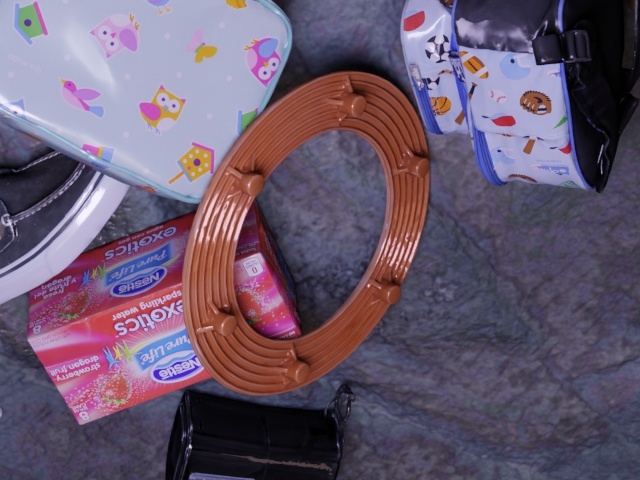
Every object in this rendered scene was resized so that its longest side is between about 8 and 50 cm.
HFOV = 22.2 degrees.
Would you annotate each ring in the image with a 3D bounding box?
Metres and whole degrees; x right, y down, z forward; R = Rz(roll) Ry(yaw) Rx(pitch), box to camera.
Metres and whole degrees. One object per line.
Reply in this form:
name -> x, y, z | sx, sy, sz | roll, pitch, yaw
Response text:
ring -> 0.000, 0.000, 1.582 | 0.336, 0.032, 0.337 | -26, 128, -39

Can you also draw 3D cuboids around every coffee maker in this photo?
coffee maker -> -0.073, 0.223, 1.804 | 0.178, 0.120, 0.171 | 10, 98, -15

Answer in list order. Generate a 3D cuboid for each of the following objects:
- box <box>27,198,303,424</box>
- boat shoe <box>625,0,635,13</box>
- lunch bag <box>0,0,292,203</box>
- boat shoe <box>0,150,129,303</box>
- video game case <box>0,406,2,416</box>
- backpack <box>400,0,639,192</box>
box -> -0.159, 0.069, 1.673 | 0.256, 0.123, 0.128 | -20, 124, 6
boat shoe -> 0.316, -0.297, 1.536 | 0.059, 0.063, 0.170 | -12, 130, -6
lunch bag -> -0.173, -0.174, 1.481 | 0.279, 0.108, 0.224 | 26, 86, -22
boat shoe -> -0.329, -0.011, 1.596 | 0.335, 0.121, 0.119 | -35, 124, 19
video game case -> -0.453, 0.196, 1.781 | 0.157, 0.019, 0.143 | -41, 119, 17
backpack -> 0.194, -0.176, 1.485 | 0.213, 0.277, 0.263 | 4, 139, 29
